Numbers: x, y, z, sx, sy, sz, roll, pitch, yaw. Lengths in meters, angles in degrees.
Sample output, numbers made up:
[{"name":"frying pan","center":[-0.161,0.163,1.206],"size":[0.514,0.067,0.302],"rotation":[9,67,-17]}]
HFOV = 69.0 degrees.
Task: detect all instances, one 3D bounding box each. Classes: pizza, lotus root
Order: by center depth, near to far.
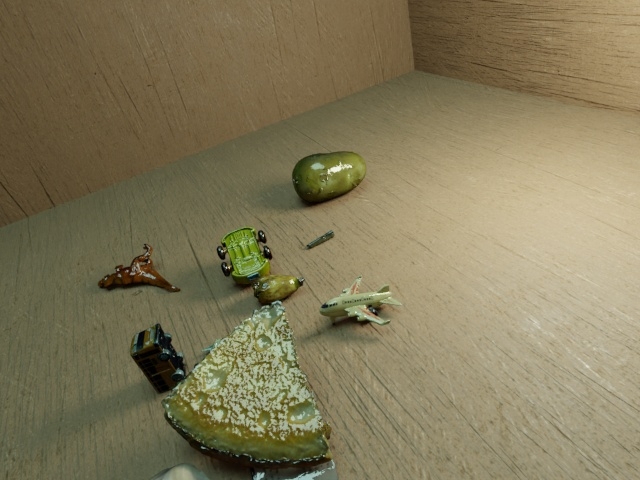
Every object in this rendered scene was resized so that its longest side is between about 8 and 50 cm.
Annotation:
[{"name":"pizza","center":[-0.208,0.408,1.188],"size":[0.392,0.080,0.435],"rotation":[-22,55,-4]},{"name":"lotus root","center":[-0.149,0.170,1.684],"size":[0.191,0.094,0.108],"rotation":[-8,56,-5]}]

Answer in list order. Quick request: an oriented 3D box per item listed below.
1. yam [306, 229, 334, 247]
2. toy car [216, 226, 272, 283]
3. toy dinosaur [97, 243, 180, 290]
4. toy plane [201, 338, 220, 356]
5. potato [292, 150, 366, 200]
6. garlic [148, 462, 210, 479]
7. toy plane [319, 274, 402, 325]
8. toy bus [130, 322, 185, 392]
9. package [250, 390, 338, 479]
[{"name":"yam","center":[0.000,0.000,1.933],"size":[0.129,0.033,0.027],"rotation":[-30,63,-15]},{"name":"toy car","center":[-0.290,0.071,1.833],"size":[0.200,0.142,0.248],"rotation":[-19,53,-5]},{"name":"toy dinosaur","center":[-0.759,0.122,1.984],"size":[0.432,0.097,0.208],"rotation":[-5,48,21]},{"name":"toy plane","center":[-0.348,0.357,1.531],"size":[0.080,0.033,0.083],"rotation":[-5,27,16]},{"name":"potato","center":[0.044,-0.311,2.200],"size":[0.359,0.219,0.270],"rotation":[-13,26,-2]},{"name":"garlic","center":[-0.352,0.618,1.081],"size":[0.217,0.110,0.228],"rotation":[-27,35,-13]},{"name":"toy plane","center":[0.122,0.205,1.508],"size":[0.256,0.104,0.242],"rotation":[-19,36,-7]},{"name":"toy bus","center":[-0.498,0.362,1.428],"size":[0.114,0.201,0.098],"rotation":[-20,34,-3]},{"name":"package","center":[-0.084,0.511,1.175],"size":[0.204,0.062,0.251],"rotation":[-19,37,-5]}]
